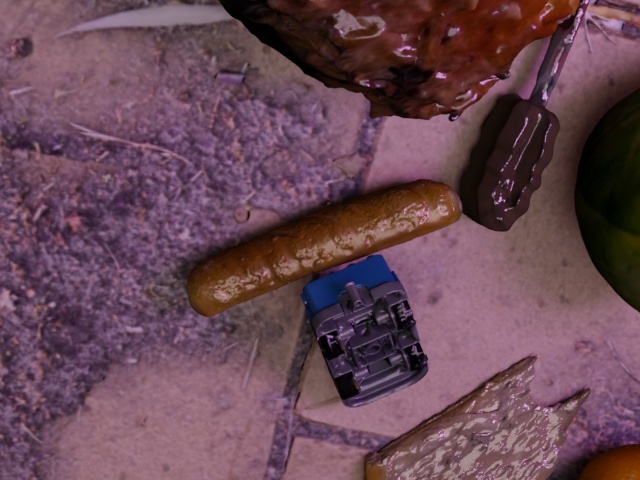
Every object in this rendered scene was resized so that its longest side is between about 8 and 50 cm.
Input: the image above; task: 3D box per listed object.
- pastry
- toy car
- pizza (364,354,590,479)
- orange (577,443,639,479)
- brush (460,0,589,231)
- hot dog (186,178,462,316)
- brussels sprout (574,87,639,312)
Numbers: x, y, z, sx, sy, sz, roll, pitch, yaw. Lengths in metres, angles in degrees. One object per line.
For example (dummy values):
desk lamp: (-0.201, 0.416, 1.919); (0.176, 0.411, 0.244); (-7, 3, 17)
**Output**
pastry: (0.070, -0.276, 1.568); (0.405, 0.292, 0.337); (3, 120, -24)
toy car: (0.040, 0.081, 1.770); (0.097, 0.100, 0.191); (-23, 144, -2)
pizza: (0.181, 0.234, 1.887); (0.262, 0.034, 0.181); (-39, 110, 3)
orange: (0.334, 0.295, 1.880); (0.159, 0.159, 0.136); (22, 143, -16)
brush: (0.222, -0.150, 1.748); (0.071, 0.084, 0.301); (21, 97, -15)
hot dog: (0.002, 0.003, 1.753); (0.286, 0.088, 0.061); (-22, 105, -6)
brussels sprout: (0.371, -0.060, 1.724); (0.210, 0.219, 0.271); (31, 116, -22)
